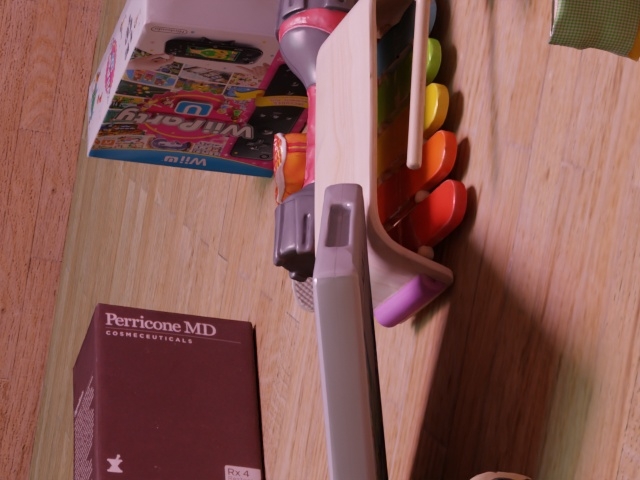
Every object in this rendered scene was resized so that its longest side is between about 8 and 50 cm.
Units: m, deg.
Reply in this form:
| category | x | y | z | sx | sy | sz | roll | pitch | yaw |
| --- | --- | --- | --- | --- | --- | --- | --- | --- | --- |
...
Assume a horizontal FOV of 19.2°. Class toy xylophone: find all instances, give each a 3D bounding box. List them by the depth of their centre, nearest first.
| category | x | y | z | sx | sy | sz | roll | pitch | yaw |
| --- | --- | --- | --- | --- | --- | --- | --- | --- | --- |
| toy xylophone | 0.065 | -0.096 | 1.618 | 0.236 | 0.081 | 0.322 | 147 | 130 | -63 |

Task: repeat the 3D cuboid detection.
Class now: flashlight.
| category | x | y | z | sx | sy | sz | roll | pitch | yaw |
| --- | --- | --- | --- | --- | --- | --- | --- | --- | --- |
| flashlight | -0.001 | -0.109 | 1.806 | 0.103 | 0.103 | 0.304 | -17 | 55 | 36 |

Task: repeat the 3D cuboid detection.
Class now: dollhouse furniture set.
| category | x | y | z | sx | sy | sz | roll | pitch | yaw |
| --- | --- | --- | --- | --- | --- | --- | --- | --- | --- |
| dollhouse furniture set | 0.195 | -0.197 | 1.221 | 0.058 | 0.076 | 0.151 | 144 | 132 | -70 |

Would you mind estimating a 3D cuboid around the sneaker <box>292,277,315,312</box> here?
| category | x | y | z | sx | sy | sz | roll | pitch | yaw |
| --- | --- | --- | --- | --- | --- | --- | --- | --- | --- |
| sneaker | 0.000 | 0.000 | 1.879 | 0.070 | 0.051 | 0.134 | -73 | -14 | -74 |

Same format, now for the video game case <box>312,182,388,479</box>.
| category | x | y | z | sx | sy | sz | roll | pitch | yaw |
| --- | --- | --- | --- | --- | --- | --- | --- | --- | --- |
| video game case | 0.029 | 0.146 | 1.431 | 0.300 | 0.036 | 0.329 | -82 | -12 | -76 |

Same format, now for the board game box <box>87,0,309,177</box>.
| category | x | y | z | sx | sy | sz | roll | pitch | yaw |
| --- | --- | --- | --- | --- | --- | --- | --- | --- | --- |
| board game box | -0.114 | -0.185 | 2.045 | 0.303 | 0.224 | 0.097 | 126 | 146 | -60 |

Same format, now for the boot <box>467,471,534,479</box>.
| category | x | y | z | sx | sy | sz | roll | pitch | yaw |
| --- | --- | --- | --- | --- | --- | --- | --- | --- | --- |
| boot | 0.130 | 0.253 | 1.131 | 0.284 | 0.138 | 0.377 | -101 | 16 | -49 |

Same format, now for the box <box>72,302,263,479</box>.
| category | x | y | z | sx | sy | sz | roll | pitch | yaw |
| --- | --- | --- | --- | --- | --- | --- | --- | --- | --- |
| box | -0.167 | 0.264 | 2.078 | 0.143 | 0.191 | 0.381 | 114 | 157 | -45 |

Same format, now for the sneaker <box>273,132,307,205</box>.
| category | x | y | z | sx | sy | sz | roll | pitch | yaw |
| --- | --- | --- | --- | --- | --- | --- | --- | --- | --- |
| sneaker | -0.014 | -0.067 | 1.942 | 0.175 | 0.067 | 0.064 | 92 | -179 | -82 |
